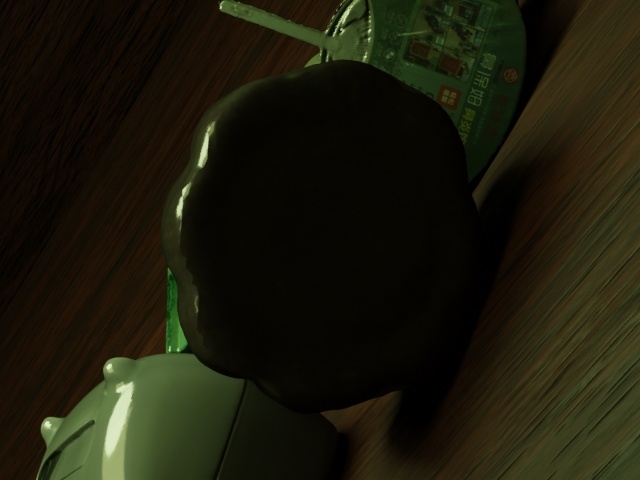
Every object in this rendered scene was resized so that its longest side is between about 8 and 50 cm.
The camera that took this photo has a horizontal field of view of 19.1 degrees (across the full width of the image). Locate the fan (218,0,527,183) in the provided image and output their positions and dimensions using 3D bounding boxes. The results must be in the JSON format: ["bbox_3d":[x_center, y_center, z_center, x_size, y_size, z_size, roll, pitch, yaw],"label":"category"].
[{"bbox_3d":[0.071,-0.188,1.786,0.223,0.294,0.012,-43,-7,20],"label":"fan"}]

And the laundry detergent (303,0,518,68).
[{"bbox_3d":[0.101,-0.199,1.858,0.253,0.181,0.091,-51,38,19],"label":"laundry detergent"}]

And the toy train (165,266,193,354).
[{"bbox_3d":[-0.073,0.010,2.094,0.202,0.145,0.266,-48,32,43],"label":"toy train"}]

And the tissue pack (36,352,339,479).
[{"bbox_3d":[-0.153,0.246,1.848,0.333,0.236,0.229,-41,28,57],"label":"tissue pack"}]

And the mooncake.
[{"bbox_3d":[0.000,0.000,1.661,0.306,0.306,0.154,-66,9,-10],"label":"mooncake"}]
